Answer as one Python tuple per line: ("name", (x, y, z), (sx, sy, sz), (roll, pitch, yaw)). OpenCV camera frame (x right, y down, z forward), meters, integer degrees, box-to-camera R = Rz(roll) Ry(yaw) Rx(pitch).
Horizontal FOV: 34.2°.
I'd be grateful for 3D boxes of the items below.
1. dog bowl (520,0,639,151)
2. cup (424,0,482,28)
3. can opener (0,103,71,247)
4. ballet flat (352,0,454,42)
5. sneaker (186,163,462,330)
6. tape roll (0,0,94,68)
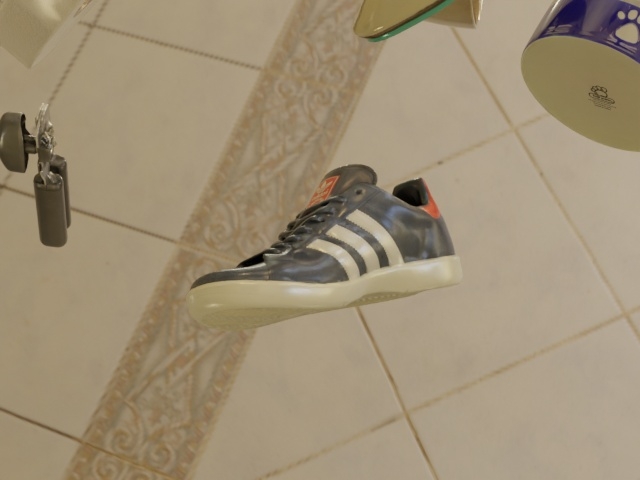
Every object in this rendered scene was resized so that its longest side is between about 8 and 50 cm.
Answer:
("dog bowl", (0.434, -0.250, 1.532), (0.265, 0.265, 0.104), (27, 73, 20))
("cup", (0.109, -0.468, 1.480), (0.237, 0.331, 0.331), (3, 67, 13))
("can opener", (-0.446, -0.100, 1.626), (0.095, 0.283, 0.076), (6, 51, -6))
("ballet flat", (0.123, -0.237, 0.768), (0.248, 0.086, 0.086), (-27, 64, 6))
("sneaker", (0.000, 0.000, 1.067), (0.131, 0.350, 0.148), (-17, 83, 43))
("tape roll", (-0.270, -0.385, 1.327), (0.072, 0.392, 0.392), (41, 76, -14))
